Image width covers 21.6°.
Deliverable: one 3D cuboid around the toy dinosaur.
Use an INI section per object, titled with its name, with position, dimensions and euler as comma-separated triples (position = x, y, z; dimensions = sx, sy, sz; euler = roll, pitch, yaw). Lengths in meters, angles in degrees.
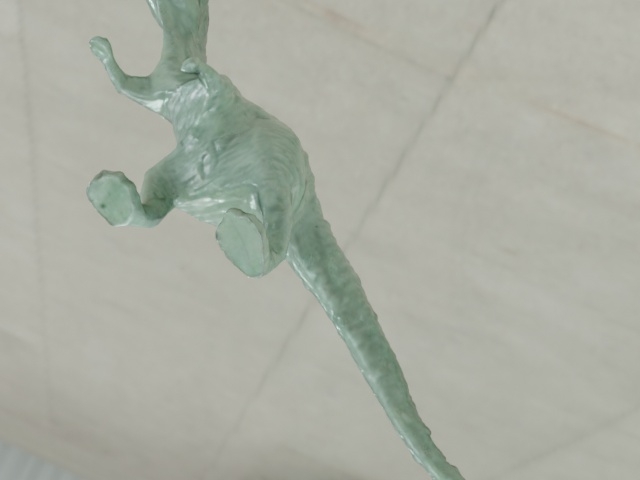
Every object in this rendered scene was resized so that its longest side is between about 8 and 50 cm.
[toy dinosaur]
position = -0.032, 0.006, 0.788
dimensions = 0.129, 0.383, 0.076
euler = -7, 155, -46
